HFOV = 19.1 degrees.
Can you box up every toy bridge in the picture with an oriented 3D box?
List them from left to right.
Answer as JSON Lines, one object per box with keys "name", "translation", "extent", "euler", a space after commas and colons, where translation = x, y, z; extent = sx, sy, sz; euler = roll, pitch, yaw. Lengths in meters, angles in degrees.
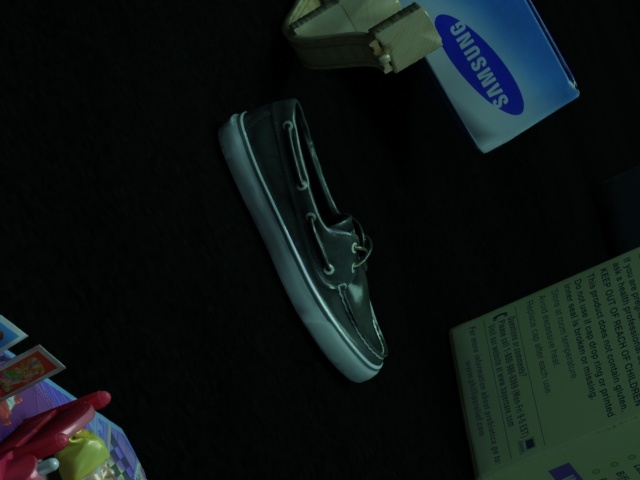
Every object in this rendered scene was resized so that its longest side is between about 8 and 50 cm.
{"name": "toy bridge", "translation": [0.013, -0.120, 1.037], "extent": [0.026, 0.063, 0.188], "euler": [59, -1, -22]}

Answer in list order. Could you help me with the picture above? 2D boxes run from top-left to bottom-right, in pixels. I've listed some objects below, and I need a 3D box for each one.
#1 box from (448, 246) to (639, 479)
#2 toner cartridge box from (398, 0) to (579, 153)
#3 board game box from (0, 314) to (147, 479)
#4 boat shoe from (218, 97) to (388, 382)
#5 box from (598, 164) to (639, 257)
{"name": "box", "translation": [0.232, 0.103, 1.098], "extent": [0.213, 0.243, 0.117], "euler": [49, 24, -40]}
{"name": "toner cartridge box", "translation": [0.026, -0.229, 1.145], "extent": [0.348, 0.075, 0.165], "euler": [57, 3, -26]}
{"name": "board game box", "translation": [-0.072, 0.088, 0.585], "extent": [0.169, 0.033, 0.133], "euler": [44, 27, -49]}
{"name": "boat shoe", "translation": [0.000, 0.000, 0.896], "extent": [0.142, 0.040, 0.049], "euler": [62, 18, -9]}
{"name": "box", "translation": [0.505, 0.191, 1.681], "extent": [0.480, 0.297, 0.472], "euler": [50, 25, -39]}
